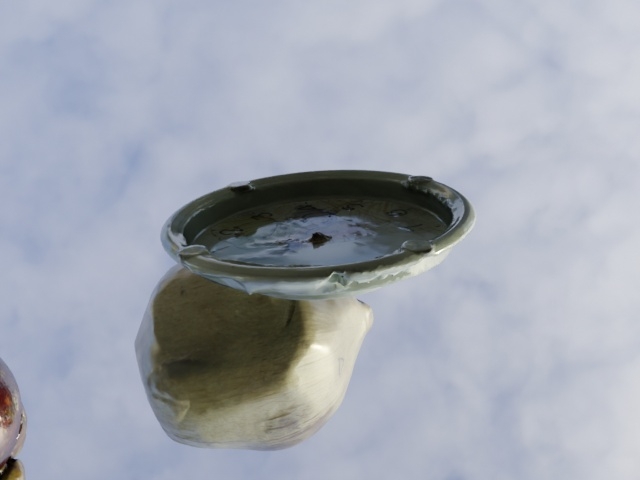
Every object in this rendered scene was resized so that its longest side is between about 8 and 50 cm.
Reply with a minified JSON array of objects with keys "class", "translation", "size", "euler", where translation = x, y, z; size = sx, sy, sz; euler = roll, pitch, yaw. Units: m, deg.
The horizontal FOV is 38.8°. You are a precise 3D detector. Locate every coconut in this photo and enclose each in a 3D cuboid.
[{"class":"coconut","translation":[-0.056,0.097,0.846],"size":[0.224,0.224,0.224],"euler":[-1,-117,2]}]

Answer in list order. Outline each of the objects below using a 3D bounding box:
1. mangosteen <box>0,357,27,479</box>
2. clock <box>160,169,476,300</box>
[{"class":"mangosteen","translation":[-0.308,0.167,0.738],"size":[0.145,0.181,0.156],"euler":[25,-125,37]},{"class":"clock","translation":[0.000,0.000,0.687],"size":[0.236,0.053,0.236],"euler":[-4,-159,2]}]
